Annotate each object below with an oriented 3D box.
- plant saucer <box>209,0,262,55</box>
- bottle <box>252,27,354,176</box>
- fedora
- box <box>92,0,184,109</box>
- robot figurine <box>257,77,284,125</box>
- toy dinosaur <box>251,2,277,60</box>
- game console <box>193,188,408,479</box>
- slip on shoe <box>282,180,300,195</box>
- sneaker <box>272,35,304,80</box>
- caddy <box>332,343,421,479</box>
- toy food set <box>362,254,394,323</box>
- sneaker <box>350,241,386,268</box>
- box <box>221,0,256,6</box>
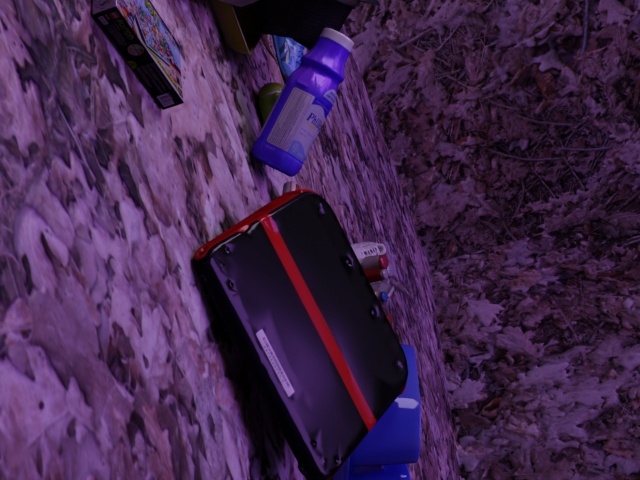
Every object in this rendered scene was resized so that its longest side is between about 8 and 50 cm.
[{"bbox_3d":[-0.177,-0.464,1.915,0.188,0.045,0.189,-80,152,-66],"label":"plant saucer"},{"bbox_3d":[-0.028,-0.264,1.860,0.283,0.092,0.118,-63,163,-1],"label":"bottle"},{"bbox_3d":[-0.043,-0.472,1.970,0.334,0.333,0.153,-45,157,-77],"label":"fedora"},{"bbox_3d":[-0.248,-0.286,1.340,0.207,0.036,0.114,57,20,-56],"label":"box"},{"bbox_3d":[-0.092,-0.273,2.011,0.101,0.067,0.115,138,-61,-72],"label":"robot figurine"},{"bbox_3d":[-0.146,-0.492,2.114,0.212,0.064,0.112,61,33,-20],"label":"toy dinosaur"},{"bbox_3d":[-0.016,0.131,1.502,0.342,0.060,0.387,-37,102,-53],"label":"game console"},{"bbox_3d":[0.000,0.000,2.011,0.123,0.101,0.331,-91,161,-47],"label":"slip on shoe"},{"bbox_3d":[-0.067,-0.472,2.382,0.069,0.082,0.210,29,47,-77],"label":"sneaker"},{"bbox_3d":[0.075,0.322,1.753,0.341,0.179,0.241,-89,-178,-57],"label":"caddy"},{"bbox_3d":[0.142,0.112,2.360,0.111,0.104,0.232,63,37,-24],"label":"toy food set"},{"bbox_3d":[0.104,0.040,2.488,0.235,0.094,0.090,-37,113,-75],"label":"sneaker"},{"bbox_3d":[-0.175,-0.489,1.698,0.275,0.094,0.113,-16,91,-67],"label":"box"}]
